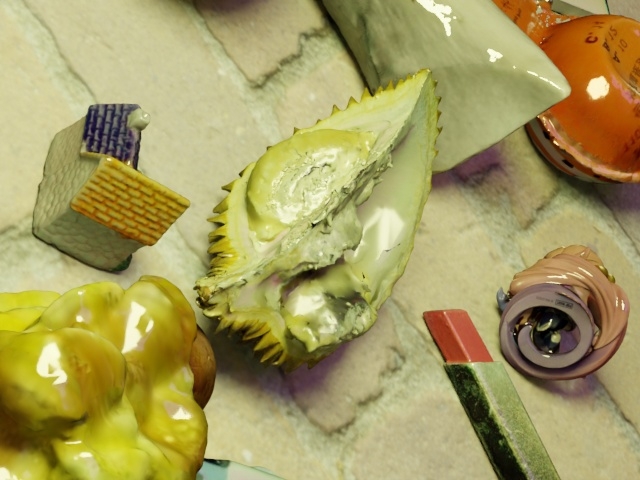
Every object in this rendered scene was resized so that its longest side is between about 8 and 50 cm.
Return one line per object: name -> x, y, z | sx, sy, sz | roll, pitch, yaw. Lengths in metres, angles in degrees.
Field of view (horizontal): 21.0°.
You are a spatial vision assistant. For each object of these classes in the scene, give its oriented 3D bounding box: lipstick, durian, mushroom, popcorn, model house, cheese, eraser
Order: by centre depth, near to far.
popcorn -> -0.173, 0.123, 1.104 | 0.206, 0.237, 0.251 | 41, 83, -5
mushroom -> -0.122, 0.100, 1.289 | 0.129, 0.072, 0.088 | -35, 124, -47
model house -> -0.153, -0.047, 1.320 | 0.087, 0.100, 0.101 | 28, 49, -31
durian -> 0.000, 0.000, 1.399 | 0.172, 0.166, 0.306 | 53, 50, -4
lipstick -> 0.181, 0.195, 1.553 | 0.051, 0.051, 0.312 | -18, 80, -48
mushroom -> 0.072, -0.265, 1.626 | 0.397, 0.177, 0.126 | 59, 30, 2
cheese -> 0.260, -0.178, 1.799 | 0.329, 0.129, 0.217 | 36, 48, -8
eraser -> 0.264, -0.304, 1.953 | 0.150, 0.023, 0.104 | 13, 58, -40

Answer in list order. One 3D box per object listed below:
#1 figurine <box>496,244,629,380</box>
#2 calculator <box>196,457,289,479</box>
figurine -> 0.238, 0.051, 1.651 | 0.157, 0.126, 0.114 | -61, 156, -44
calculator -> -0.046, 0.254, 1.290 | 0.293, 0.051, 0.173 | 24, 53, -34
